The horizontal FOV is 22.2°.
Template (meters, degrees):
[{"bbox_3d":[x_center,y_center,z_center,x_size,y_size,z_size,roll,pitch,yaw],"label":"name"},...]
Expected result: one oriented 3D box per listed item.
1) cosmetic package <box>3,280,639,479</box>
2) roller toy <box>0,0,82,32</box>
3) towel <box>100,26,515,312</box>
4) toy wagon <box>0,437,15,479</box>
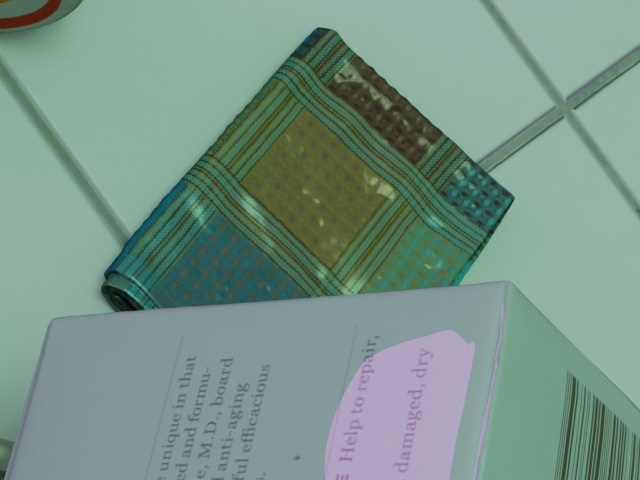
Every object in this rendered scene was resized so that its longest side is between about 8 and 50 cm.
[{"bbox_3d":[0.011,0.250,1.157,0.329,0.394,0.327,39,54,-46],"label":"cosmetic package"},{"bbox_3d":[-0.285,-0.281,1.384,0.191,0.209,0.146,9,67,-16],"label":"roller toy"},{"bbox_3d":[0.000,0.000,1.509,0.271,0.040,0.370,42,59,-7],"label":"towel"},{"bbox_3d":[-0.272,0.260,1.267,0.344,0.068,0.267,-27,85,-31],"label":"toy wagon"}]
